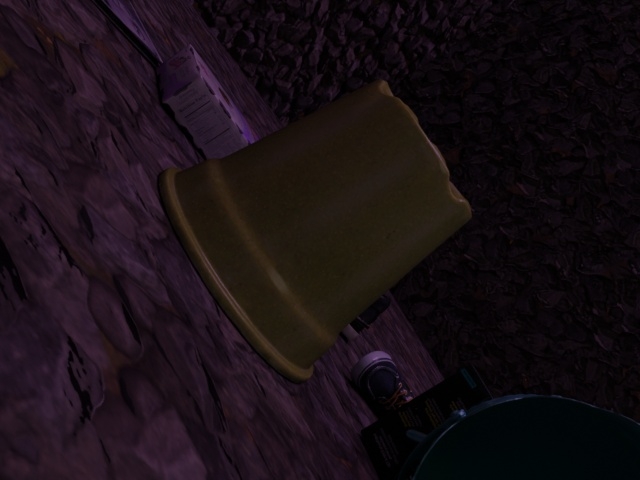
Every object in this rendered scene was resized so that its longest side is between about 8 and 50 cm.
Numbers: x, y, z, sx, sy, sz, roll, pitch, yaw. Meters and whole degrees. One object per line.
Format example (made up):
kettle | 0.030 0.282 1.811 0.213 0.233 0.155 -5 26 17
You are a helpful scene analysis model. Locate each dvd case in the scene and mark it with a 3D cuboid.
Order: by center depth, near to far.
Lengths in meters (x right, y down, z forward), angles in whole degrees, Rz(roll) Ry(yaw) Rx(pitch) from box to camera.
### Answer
dvd case | -0.318 -0.367 1.179 0.165 0.018 0.221 59 6 30

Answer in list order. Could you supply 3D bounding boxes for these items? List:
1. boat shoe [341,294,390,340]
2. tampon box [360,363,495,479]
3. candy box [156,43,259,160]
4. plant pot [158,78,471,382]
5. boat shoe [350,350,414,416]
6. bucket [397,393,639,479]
boat shoe | 0.000 0.001 1.329 0.340 0.113 0.127 57 5 1
tampon box | 0.154 0.252 0.949 0.101 0.161 0.120 51 8 -46
candy box | -0.160 -0.179 1.198 0.196 0.070 0.165 54 6 -31
plant pot | 0.011 -0.032 0.856 0.276 0.253 0.276 55 5 -8
boat shoe | 0.108 0.227 1.161 0.083 0.065 0.183 48 -3 35
bucket | 0.197 0.268 0.711 0.281 0.281 0.183 57 4 9
